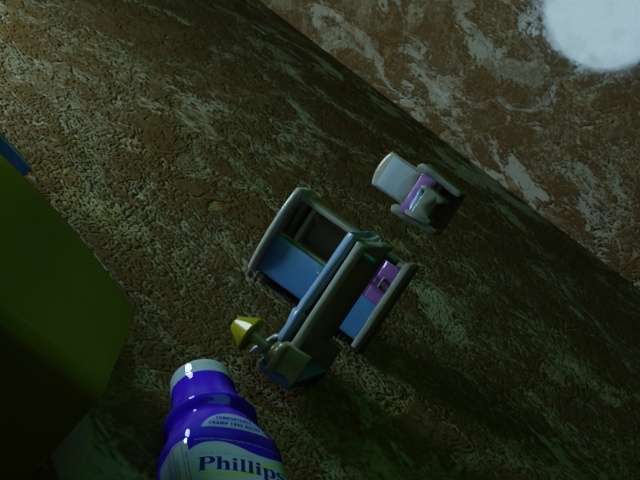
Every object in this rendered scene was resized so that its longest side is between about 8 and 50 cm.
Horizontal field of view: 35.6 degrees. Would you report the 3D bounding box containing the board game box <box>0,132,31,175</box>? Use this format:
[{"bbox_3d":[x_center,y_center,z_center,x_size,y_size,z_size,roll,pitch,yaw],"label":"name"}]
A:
[{"bbox_3d":[-0.513,-0.214,1.152,0.302,0.086,0.308,43,-10,30],"label":"board game box"}]

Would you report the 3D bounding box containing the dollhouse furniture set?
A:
[{"bbox_3d":[0.000,0.000,1.246,0.198,0.286,0.303,35,12,15],"label":"dollhouse furniture set"}]

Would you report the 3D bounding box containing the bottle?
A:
[{"bbox_3d":[-0.090,0.221,0.921,0.118,0.092,0.283,17,25,-24],"label":"bottle"}]

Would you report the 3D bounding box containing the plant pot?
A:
[{"bbox_3d":[-0.285,0.089,0.854,0.187,0.212,0.212,38,20,-15],"label":"plant pot"}]
